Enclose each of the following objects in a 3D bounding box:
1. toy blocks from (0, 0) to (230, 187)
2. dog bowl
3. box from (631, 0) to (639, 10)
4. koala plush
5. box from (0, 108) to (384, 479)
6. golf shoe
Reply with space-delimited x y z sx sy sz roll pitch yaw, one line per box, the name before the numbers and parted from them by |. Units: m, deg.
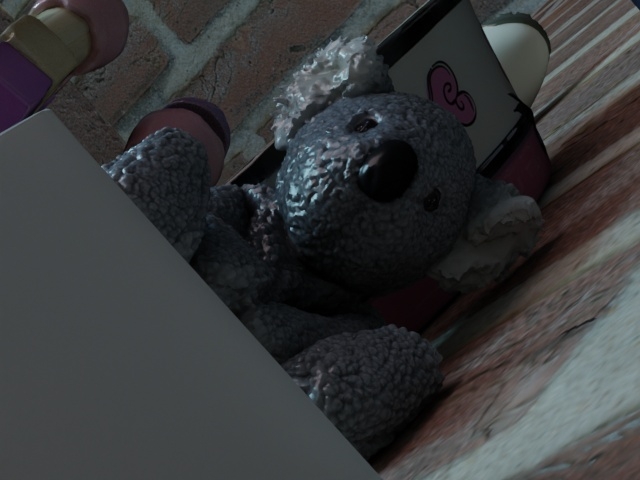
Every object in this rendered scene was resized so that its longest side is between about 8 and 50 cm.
toy blocks | -0.245 -0.087 1.129 0.288 0.309 0.260 -40 11 28
dog bowl | -0.010 0.007 1.162 0.408 0.150 0.408 -42 3 2
box | 0.240 -0.302 0.959 0.183 0.296 0.294 -43 3 -21
koala plush | 0.000 0.000 0.889 0.221 0.196 0.203 -48 -5 -22
box | -0.171 0.152 0.616 0.345 0.215 0.168 -40 4 27
golf shoe | 0.120 -0.088 1.495 0.273 0.105 0.120 -48 19 2
